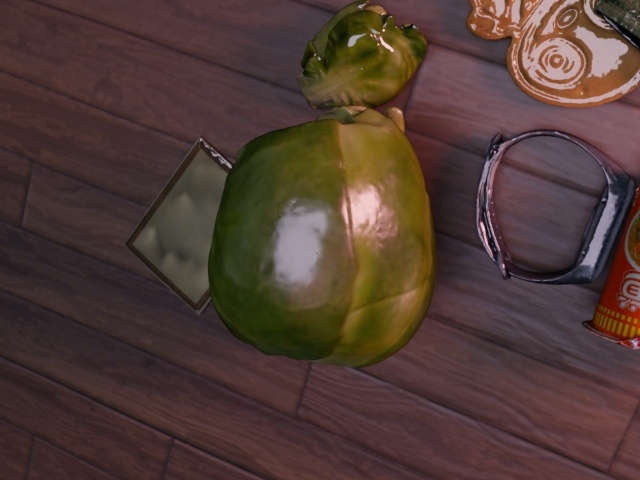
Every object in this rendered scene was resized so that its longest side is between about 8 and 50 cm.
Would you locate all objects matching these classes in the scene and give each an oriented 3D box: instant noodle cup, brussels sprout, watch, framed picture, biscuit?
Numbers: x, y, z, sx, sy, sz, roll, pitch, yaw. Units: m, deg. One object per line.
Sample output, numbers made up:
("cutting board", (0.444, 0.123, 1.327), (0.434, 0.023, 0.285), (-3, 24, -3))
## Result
("instant noodle cup", (0.432, 0.025, 1.006), (0.193, 0.193, 0.212), (13, 98, 16))
("brussels sprout", (0.000, 0.000, 1.027), (0.276, 0.371, 0.314), (-3, 94, 0))
("brussels sprout", (0.051, -0.237, 1.120), (0.181, 0.100, 0.139), (-35, 109, 11))
("watch", (0.293, -0.040, 1.093), (0.193, 0.068, 0.206), (22, 104, 17))
("framed picture", (-0.186, -0.020, 1.287), (0.173, 0.010, 0.231), (43, 111, 6))
("biscuit", (0.295, -0.294, 1.050), (0.289, 0.044, 0.202), (45, 111, 3))

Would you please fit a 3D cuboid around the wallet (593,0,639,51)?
("wallet", (0.457, -0.309, 0.968), (0.160, 0.055, 0.236), (43, 95, 9))
